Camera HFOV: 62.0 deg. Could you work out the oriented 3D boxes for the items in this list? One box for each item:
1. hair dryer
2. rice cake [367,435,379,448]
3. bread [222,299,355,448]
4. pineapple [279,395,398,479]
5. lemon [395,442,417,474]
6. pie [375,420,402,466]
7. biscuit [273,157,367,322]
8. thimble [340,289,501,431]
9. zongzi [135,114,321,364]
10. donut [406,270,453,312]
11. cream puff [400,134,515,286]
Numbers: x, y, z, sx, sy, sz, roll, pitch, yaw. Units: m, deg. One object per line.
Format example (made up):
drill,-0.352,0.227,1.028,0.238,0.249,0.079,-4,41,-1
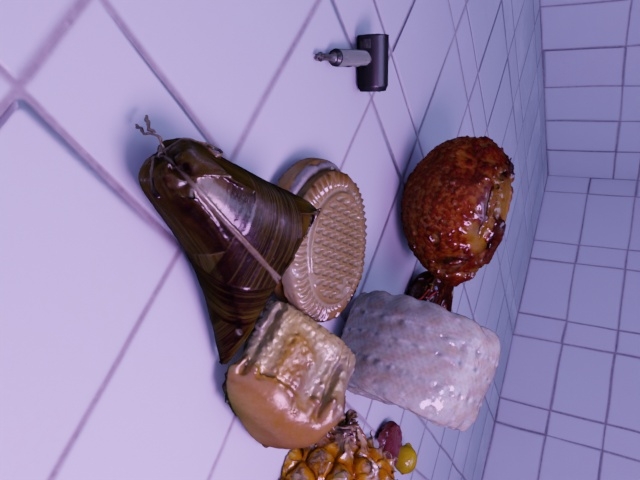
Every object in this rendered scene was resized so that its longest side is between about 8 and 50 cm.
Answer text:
hair dryer,0.051,-0.303,0.905,0.198,0.057,0.100,-19,114,-49
rice cake,0.092,0.547,1.181,0.124,0.038,0.211,-5,101,-61
bread,-0.021,0.217,0.783,0.174,0.133,0.251,-63,151,-32
pineapple,0.076,0.434,0.952,0.344,0.209,0.286,28,73,-58
lemon,0.223,0.572,1.398,0.062,0.062,0.083,62,41,-47
pie,0.158,0.513,1.294,0.154,0.036,0.154,-22,116,-57
biscuit,0.000,0.000,0.843,0.259,0.079,0.259,-22,116,-58
thimble,0.175,0.228,1.006,0.291,0.292,0.195,45,64,-55
zongzi,-0.133,0.024,0.603,0.248,0.111,0.241,27,86,-52
donut,0.278,0.181,1.374,0.235,0.089,0.235,-25,119,-57
cream puff,0.296,-0.075,1.200,0.350,0.229,0.350,14,90,-85
